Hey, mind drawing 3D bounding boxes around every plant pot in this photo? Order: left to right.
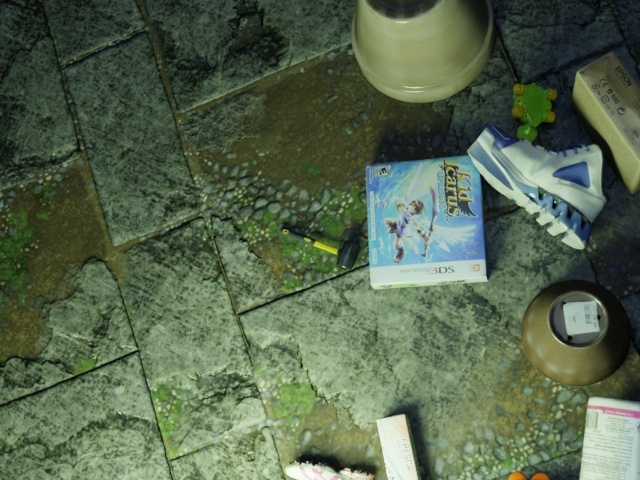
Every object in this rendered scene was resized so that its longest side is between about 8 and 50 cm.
[{"bbox_3d":[0.199,-0.487,1.935,0.323,0.280,0.323,-3,78,14],"label":"plant pot"},{"bbox_3d":[0.490,0.163,1.749,0.216,0.230,0.215,-3,77,13],"label":"plant pot"}]

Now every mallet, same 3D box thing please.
[{"bbox_3d":[0.000,0.000,2.010,0.190,0.039,0.062,28,86,22],"label":"mallet"}]

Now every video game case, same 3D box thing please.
[{"bbox_3d":[0.224,-0.039,1.947,0.244,0.061,0.269,-5,77,12],"label":"video game case"}]

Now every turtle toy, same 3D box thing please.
[{"bbox_3d":[0.442,-0.270,1.937,0.095,0.066,0.130,8,82,-8],"label":"turtle toy"}]

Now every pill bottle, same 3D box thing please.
[{"bbox_3d":[0.567,0.442,1.707,0.161,0.160,0.283,6,81,15],"label":"pill bottle"}]

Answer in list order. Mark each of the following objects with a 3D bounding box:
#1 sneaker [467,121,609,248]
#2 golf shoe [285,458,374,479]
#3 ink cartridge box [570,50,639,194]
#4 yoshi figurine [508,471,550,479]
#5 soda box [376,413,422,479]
[{"bbox_3d":[0.466,-0.148,1.871,0.315,0.127,0.182,42,81,-1],"label":"sneaker"},{"bbox_3d":[0.013,0.499,1.882,0.186,0.067,0.085,9,82,15],"label":"golf shoe"},{"bbox_3d":[0.600,-0.231,1.823,0.088,0.193,0.234,-31,73,4],"label":"ink cartridge box"},{"bbox_3d":[0.329,0.581,1.733,0.362,0.203,0.203,-23,90,6],"label":"yoshi figurine"},{"bbox_3d":[0.164,0.446,1.860,0.063,0.058,0.183,-14,75,11],"label":"soda box"}]
